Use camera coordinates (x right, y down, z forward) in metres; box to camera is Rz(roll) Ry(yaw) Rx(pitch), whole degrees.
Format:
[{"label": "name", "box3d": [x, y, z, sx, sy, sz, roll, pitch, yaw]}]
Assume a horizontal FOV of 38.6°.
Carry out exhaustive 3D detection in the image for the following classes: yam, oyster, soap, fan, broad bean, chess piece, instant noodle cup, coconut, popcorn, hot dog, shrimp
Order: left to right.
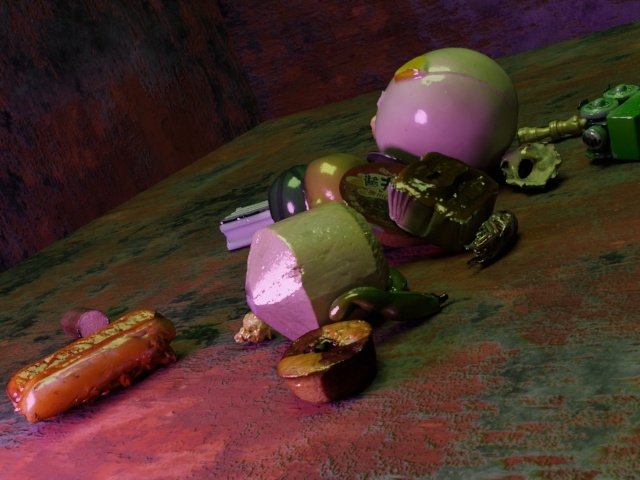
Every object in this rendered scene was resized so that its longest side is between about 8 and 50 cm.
[{"label": "yam", "box3d": [-0.575, 0.201, 2.230, 0.084, 0.084, 0.127, -32, 21, -30]}, {"label": "hot dog", "box3d": [-0.441, 0.254, 1.802, 0.348, 0.117, 0.158, -29, 22, -27]}, {"label": "popcorn", "box3d": [-0.127, 0.171, 1.761, 0.083, 0.059, 0.068, -42, 40, 17]}, {"label": "soap", "box3d": [-0.135, -0.060, 2.487, 0.261, 0.094, 0.150, -17, 11, 23]}, {"label": "coconut", "box3d": [-0.020, 0.064, 1.641, 0.244, 0.239, 0.239, -28, 16, -23]}, {"label": "broad bean", "box3d": [0.122, 0.073, 1.764, 0.061, 0.046, 0.195, -21, 17, -7]}, {"label": "broad bean", "box3d": [0.119, 0.110, 1.552, 0.213, 0.070, 0.048, -2, 40, -14]}, {"label": "instant noodle cup", "box3d": [0.166, -0.058, 1.957, 0.273, 0.091, 0.274, 8, 37, -6]}, {"label": "fan", "box3d": [0.226, -0.135, 2.170, 0.223, 0.294, 0.012, 21, 80, 25]}, {"label": "shrimp", "box3d": [0.316, -0.003, 1.715, 0.073, 0.075, 0.190, 24, 50, 24]}, {"label": "oyster", "box3d": [0.467, -0.156, 2.029, 0.133, 0.072, 0.209, -46, 28, -10]}, {"label": "chess piece", "box3d": [0.580, -0.271, 2.274, 0.171, 0.060, 0.060, -11, 19, 27]}]

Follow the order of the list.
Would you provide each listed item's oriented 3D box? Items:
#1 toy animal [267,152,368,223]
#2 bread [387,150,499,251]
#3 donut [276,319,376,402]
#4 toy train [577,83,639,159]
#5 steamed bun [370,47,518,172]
[{"label": "toy animal", "box3d": [0.026, -0.111, 2.180, 0.338, 0.191, 0.216, -1, 15, 37]}, {"label": "bread", "box3d": [0.250, -0.087, 1.855, 0.192, 0.110, 0.210, 29, 40, 23]}, {"label": "donut", "box3d": [0.015, 0.194, 1.454, 0.166, 0.073, 0.184, -22, 15, 3]}, {"label": "toy train", "box3d": [0.677, -0.259, 1.971, 0.243, 0.133, 0.188, -33, 27, -35]}, {"label": "steamed bun", "box3d": [0.295, -0.286, 2.167, 0.333, 0.334, 0.374, -31, -15, -30]}]
